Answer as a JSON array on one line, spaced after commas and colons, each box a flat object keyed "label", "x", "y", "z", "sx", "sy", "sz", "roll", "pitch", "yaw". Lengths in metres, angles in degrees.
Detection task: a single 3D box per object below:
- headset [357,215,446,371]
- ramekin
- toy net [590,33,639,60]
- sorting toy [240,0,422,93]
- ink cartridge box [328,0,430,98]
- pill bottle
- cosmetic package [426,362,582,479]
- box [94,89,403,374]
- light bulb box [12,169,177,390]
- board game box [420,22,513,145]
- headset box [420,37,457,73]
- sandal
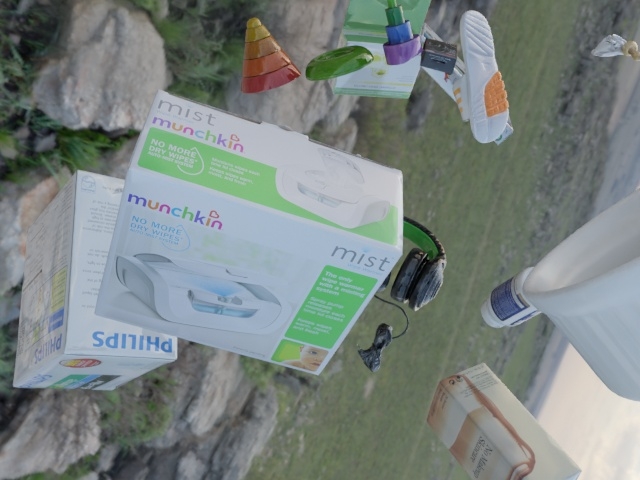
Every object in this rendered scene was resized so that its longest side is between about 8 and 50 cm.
[{"label": "headset", "x": 0.143, "y": 0.091, "z": 1.565, "sx": 0.394, "sy": 0.243, "sz": 0.185, "roll": -79, "pitch": -176, "yaw": -54}, {"label": "ramekin", "x": 0.340, "y": 0.026, "z": 0.661, "sx": 0.277, "sy": 0.135, "sz": 0.277, "roll": -34, "pitch": 179, "yaw": 0}, {"label": "toy net", "x": 0.633, "y": -0.376, "z": 1.376, "sx": 0.122, "sy": 0.232, "sz": 0.045, "roll": -22, "pitch": 118, "yaw": -30}, {"label": "sorting toy", "x": -0.002, "y": -0.359, "z": 1.286, "sx": 0.127, "sy": 0.365, "sz": 0.126, "roll": -50, "pitch": 129, "yaw": -51}, {"label": "ink cartridge box", "x": 0.123, "y": -0.390, "z": 1.393, "sx": 0.235, "sy": 0.171, "sz": 0.056, "roll": 108, "pitch": -26, "yaw": -44}, {"label": "pill bottle", "x": 0.300, "y": 0.092, "z": 1.100, "sx": 0.067, "sy": 0.067, "sz": 0.120, "roll": -51, "pitch": -178, "yaw": -34}, {"label": "cosmetic package", "x": 0.363, "y": 0.416, "z": 1.466, "sx": 0.129, "sy": 0.296, "sz": 0.153, "roll": -16, "pitch": 134, "yaw": -27}, {"label": "box", "x": -0.076, "y": 0.001, "z": 0.750, "sx": 0.231, "sy": 0.261, "sz": 0.127, "roll": 121, "pitch": -18, "yaw": -45}, {"label": "light bulb box", "x": -0.467, "y": 0.103, "z": 1.491, "sx": 0.225, "sy": 0.357, "sz": 0.361, "roll": 11, "pitch": 65, "yaw": -34}, {"label": "board game box", "x": 0.325, "y": -0.371, "z": 1.679, "sx": 0.053, "sy": 0.305, "sz": 0.193, "roll": -42, "pitch": -169, "yaw": 25}, {"label": "headset box", "x": 0.216, "y": -0.336, "z": 1.311, "sx": 0.083, "sy": 0.062, "sz": 0.032, "roll": -73, "pitch": 177, "yaw": -56}, {"label": "sandal", "x": 0.316, "y": -0.329, "z": 1.470, "sx": 0.101, "sy": 0.076, "sz": 0.266, "roll": -9, "pitch": 92, "yaw": -30}]
